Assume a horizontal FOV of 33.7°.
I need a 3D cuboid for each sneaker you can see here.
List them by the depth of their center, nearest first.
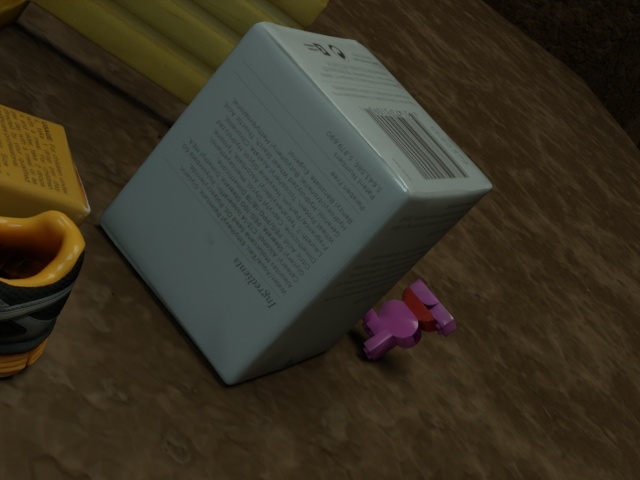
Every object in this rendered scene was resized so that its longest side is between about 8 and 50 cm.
[{"bbox_3d":[-0.200,0.012,0.479,0.215,0.083,0.084,4,45,-55],"label":"sneaker"}]

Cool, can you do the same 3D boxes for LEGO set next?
[{"bbox_3d":[0.000,0.000,0.852,0.227,0.093,0.087,51,-8,33],"label":"LEGO set"}]

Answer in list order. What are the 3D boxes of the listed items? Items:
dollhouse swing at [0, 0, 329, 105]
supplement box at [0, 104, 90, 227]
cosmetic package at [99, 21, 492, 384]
[{"bbox_3d":[-0.126,-0.236,0.708,0.305,0.347,0.315,39,22,-9],"label":"dollhouse swing"},{"bbox_3d":[-0.236,-0.043,0.530,0.233,0.078,0.080,17,33,-45],"label":"supplement box"},{"bbox_3d":[-0.015,-0.025,0.718,0.151,0.183,0.151,50,23,16],"label":"cosmetic package"}]
